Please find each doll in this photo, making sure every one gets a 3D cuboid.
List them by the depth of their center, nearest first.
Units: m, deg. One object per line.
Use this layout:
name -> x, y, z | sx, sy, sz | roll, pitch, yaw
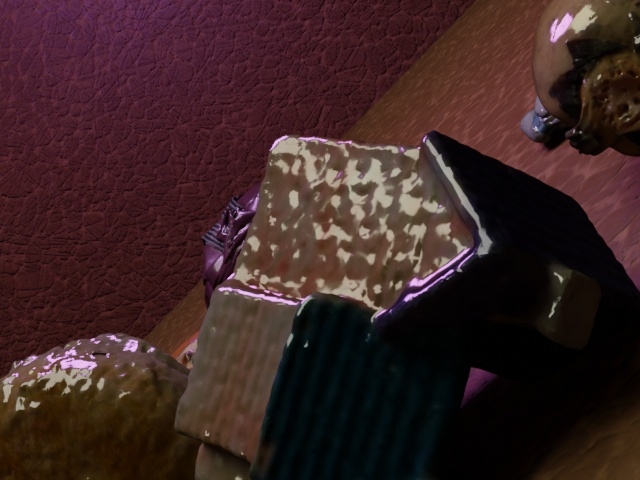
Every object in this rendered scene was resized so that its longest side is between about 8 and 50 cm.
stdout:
doll -> 0.317, -0.190, 1.342 | 0.214, 0.071, 0.103 | -42, 7, 45

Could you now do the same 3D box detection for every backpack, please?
backpack -> -0.102, 0.018, 1.820 | 0.283, 0.197, 0.317 | -55, -14, -1

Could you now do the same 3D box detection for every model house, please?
model house -> 0.080, 0.086, 0.819 | 0.280, 0.245, 0.312 | 8, 79, 47

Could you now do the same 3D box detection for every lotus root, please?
lotus root -> 0.299, -0.188, 1.062 | 0.183, 0.183, 0.310 | -42, 9, 24

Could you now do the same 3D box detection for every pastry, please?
pastry -> -0.199, 0.240, 0.966 | 0.330, 0.329, 0.136 | -43, -4, 23

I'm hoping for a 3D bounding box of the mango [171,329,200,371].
mango -> -0.121, 0.244, 1.117 | 0.350, 0.201, 0.199 | -57, -15, 11
